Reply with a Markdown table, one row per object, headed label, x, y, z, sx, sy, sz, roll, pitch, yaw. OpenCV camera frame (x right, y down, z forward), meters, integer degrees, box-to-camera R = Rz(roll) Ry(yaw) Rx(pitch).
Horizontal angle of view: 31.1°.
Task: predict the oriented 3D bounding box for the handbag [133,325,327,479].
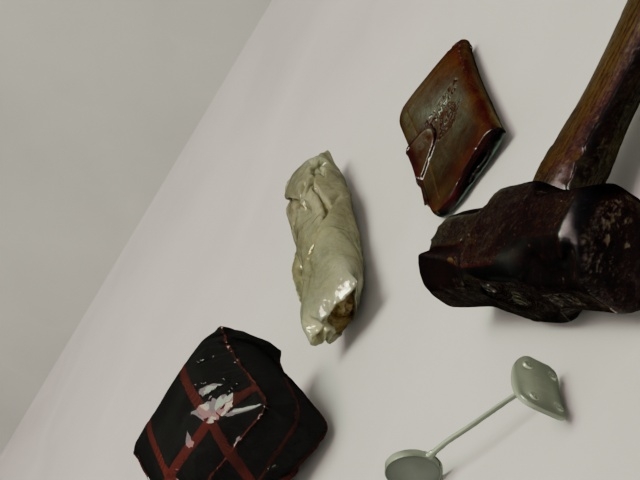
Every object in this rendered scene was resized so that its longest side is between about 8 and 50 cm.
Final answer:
| label | x | y | z | sx | sy | sz | roll | pitch | yaw |
| --- | --- | --- | --- | --- | --- | --- | --- | --- | --- |
| handbag | -0.103 | 0.227 | 1.282 | 0.215 | 0.155 | 0.169 | -56 | 33 | 16 |

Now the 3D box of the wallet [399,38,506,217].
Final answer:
| label | x | y | z | sx | sy | sz | roll | pitch | yaw |
| --- | --- | --- | --- | --- | --- | --- | --- | --- | --- |
| wallet | 0.145 | -0.129 | 1.307 | 0.137 | 0.031 | 0.255 | -53 | 20 | 24 |

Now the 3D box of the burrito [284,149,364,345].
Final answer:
| label | x | y | z | sx | sy | sz | roll | pitch | yaw |
| --- | --- | --- | --- | --- | --- | --- | --- | --- | --- |
| burrito | 0.000 | 0.000 | 1.441 | 0.117 | 0.076 | 0.392 | -56 | 20 | 21 |

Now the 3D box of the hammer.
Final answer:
| label | x | y | z | sx | sy | sz | roll | pitch | yaw |
| --- | --- | --- | --- | --- | --- | --- | --- | --- | --- |
| hammer | 0.240 | -0.124 | 0.966 | 0.409 | 0.095 | 0.242 | -63 | 18 | -10 |

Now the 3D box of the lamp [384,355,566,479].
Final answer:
| label | x | y | z | sx | sy | sz | roll | pitch | yaw |
| --- | --- | --- | --- | --- | --- | --- | --- | --- | --- |
| lamp | 0.120 | 0.165 | 0.936 | 0.198 | 0.050 | 0.056 | -47 | 25 | 38 |
